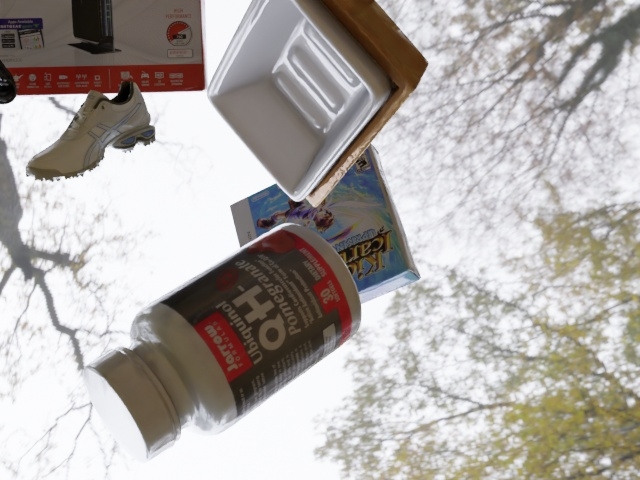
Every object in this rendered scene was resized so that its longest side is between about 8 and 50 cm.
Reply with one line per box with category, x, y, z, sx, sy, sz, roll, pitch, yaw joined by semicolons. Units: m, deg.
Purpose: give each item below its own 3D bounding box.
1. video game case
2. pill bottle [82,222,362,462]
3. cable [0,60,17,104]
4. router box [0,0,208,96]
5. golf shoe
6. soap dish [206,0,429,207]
video game case;0.000;0.000;1.459;0.061;0.269;0.244;34;-145;-60
pill bottle;-0.117;0.123;1.081;0.318;0.176;0.176;-33;-94;-31
cable;-0.490;-0.255;1.238;0.047;0.150;0.184;-42;-90;4
router box;-0.353;-0.382;1.418;0.335;0.082;0.301;-2;-83;-1
golf shoe;-0.271;-0.128;1.028;0.176;0.069;0.086;-38;-47;-43
soap dish;-0.008;-0.204;1.137;0.229;0.291;0.118;49;-126;5
